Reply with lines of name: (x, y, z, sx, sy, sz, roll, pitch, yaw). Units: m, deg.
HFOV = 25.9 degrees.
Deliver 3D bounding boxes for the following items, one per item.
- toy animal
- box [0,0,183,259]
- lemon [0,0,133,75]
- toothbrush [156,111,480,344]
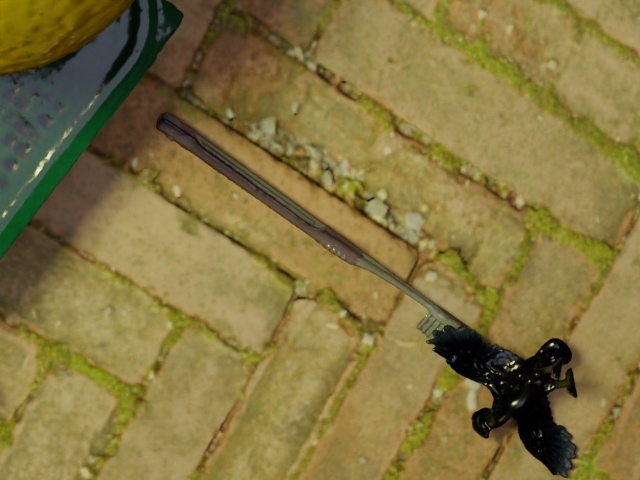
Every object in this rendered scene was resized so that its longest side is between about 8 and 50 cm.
toy animal: (0.182, 0.137, 1.261, 0.108, 0.062, 0.220, -37, 117, 22)
box: (-0.305, -0.137, 1.084, 0.264, 0.106, 0.336, 38, 91, -16)
lemon: (-0.239, -0.227, 0.901, 0.267, 0.267, 0.267, -2, 101, -11)
toothbrush: (0.000, 0.000, 1.216, 0.354, 0.024, 0.029, 36, 101, -17)
